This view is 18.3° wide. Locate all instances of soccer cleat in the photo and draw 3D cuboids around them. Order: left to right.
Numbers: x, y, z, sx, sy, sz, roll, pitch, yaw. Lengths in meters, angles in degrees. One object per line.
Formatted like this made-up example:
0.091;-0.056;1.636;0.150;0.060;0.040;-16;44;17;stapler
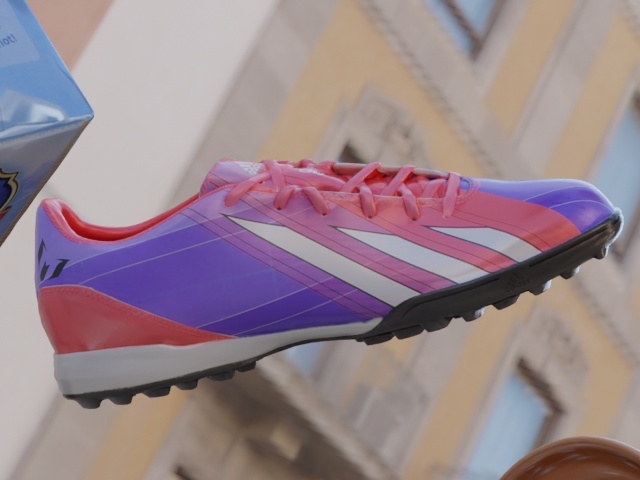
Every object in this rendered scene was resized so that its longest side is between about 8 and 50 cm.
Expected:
0.000;0.000;1.067;0.318;0.116;0.108;-14;4;6;soccer cleat

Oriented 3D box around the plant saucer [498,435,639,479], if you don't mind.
0.178;0.230;1.309;0.200;0.200;0.037;1;-11;45;plant saucer

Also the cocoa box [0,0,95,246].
-0.324;-0.049;0.870;0.231;0.347;0.228;58;-44;14;cocoa box
